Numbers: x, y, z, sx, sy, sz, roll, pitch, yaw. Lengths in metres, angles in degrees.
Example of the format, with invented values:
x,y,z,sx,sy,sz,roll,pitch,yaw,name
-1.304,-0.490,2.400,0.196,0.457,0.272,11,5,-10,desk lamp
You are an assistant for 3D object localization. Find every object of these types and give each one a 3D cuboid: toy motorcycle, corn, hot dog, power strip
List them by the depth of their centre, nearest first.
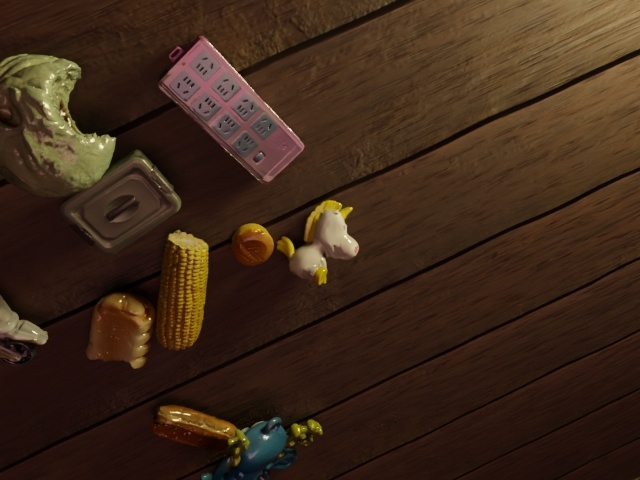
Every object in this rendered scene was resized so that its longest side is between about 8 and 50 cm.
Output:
x,y,z,sx,sy,sz,roll,pitch,yaw,name
-0.148,-0.217,0.872,0.109,0.037,0.279,-42,122,8,power strip
-0.616,0.146,0.914,0.229,0.074,0.151,31,111,-19,toy motorcycle
-0.270,0.103,0.983,0.093,0.093,0.244,3,118,-19,corn
-0.287,0.442,1.188,0.236,0.062,0.092,35,112,-32,hot dog

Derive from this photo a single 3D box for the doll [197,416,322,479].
x,y,z,sx,sy,sz,roll,pitch,yaw,name
-0.171,0.531,1.229,0.346,0.098,0.341,1,133,-47,doll

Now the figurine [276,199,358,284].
x,y,z,sx,sy,sz,roll,pitch,yaw,name
0.007,0.004,1.020,0.178,0.109,0.129,-42,100,5,figurine

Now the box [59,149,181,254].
x,y,z,sx,sy,sz,roll,pitch,yaw,name
-0.337,-0.073,0.863,0.172,0.093,0.124,-32,123,3,box

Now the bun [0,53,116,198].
x,y,z,sx,sy,sz,roll,pitch,yaw,name
-0.412,-0.168,0.734,0.212,0.126,0.203,37,100,-3,bun

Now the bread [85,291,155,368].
x,y,z,sx,sy,sz,roll,pitch,yaw,name
-0.385,0.176,0.988,0.119,0.084,0.177,20,115,-4,bread

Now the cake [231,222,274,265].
x,y,z,sx,sy,sz,roll,pitch,yaw,name
-0.135,0.008,1.000,0.084,0.044,0.084,-7,122,-12,cake
